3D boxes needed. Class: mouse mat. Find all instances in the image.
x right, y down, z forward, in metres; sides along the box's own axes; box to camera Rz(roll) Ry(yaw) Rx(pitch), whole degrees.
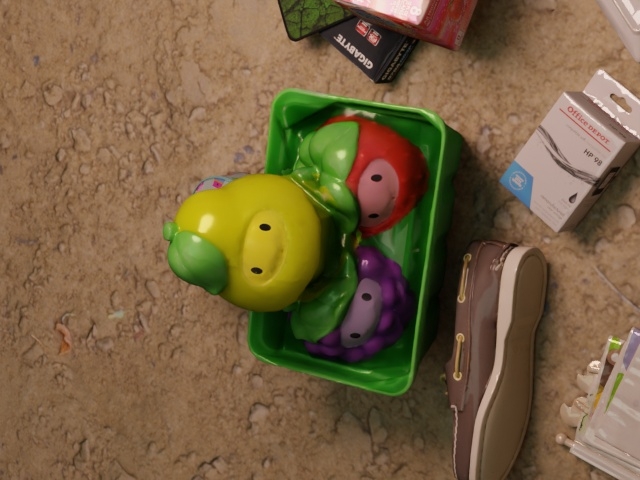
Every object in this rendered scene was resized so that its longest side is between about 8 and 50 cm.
[{"bbox_3d":[0.012,-0.364,1.854,0.190,0.007,0.152,-19,85,32],"label":"mouse mat"}]

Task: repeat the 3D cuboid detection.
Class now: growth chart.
[{"bbox_3d":[0.398,0.195,1.720,0.172,0.021,0.237,37,114,25],"label":"growth chart"}]

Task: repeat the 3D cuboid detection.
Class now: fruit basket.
[{"bbox_3d":[0.000,0.000,1.747,0.283,0.392,0.392,12,102,27],"label":"fruit basket"}]

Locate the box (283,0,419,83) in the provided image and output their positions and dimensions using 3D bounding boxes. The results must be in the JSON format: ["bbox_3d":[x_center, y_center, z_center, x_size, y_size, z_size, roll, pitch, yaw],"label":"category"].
[{"bbox_3d":[0.055,-0.344,1.864,0.220,0.051,0.175,45,117,21],"label":"box"}]

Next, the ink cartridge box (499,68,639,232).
[{"bbox_3d":[0.315,-0.111,1.714,0.104,0.060,0.180,44,117,22],"label":"ink cartridge box"}]

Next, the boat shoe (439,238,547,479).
[{"bbox_3d":[0.210,0.160,1.788,0.097,0.116,0.324,13,99,36],"label":"boat shoe"}]

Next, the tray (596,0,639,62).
[{"bbox_3d":[0.362,-0.362,1.673,0.145,0.030,0.270,-36,76,30],"label":"tray"}]

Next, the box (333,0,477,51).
[{"bbox_3d":[0.137,-0.403,1.700,0.142,0.154,0.300,23,93,24],"label":"box"}]

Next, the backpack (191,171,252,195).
[{"bbox_3d":[-0.108,-0.006,1.959,0.188,0.144,0.166,32,116,28],"label":"backpack"}]
